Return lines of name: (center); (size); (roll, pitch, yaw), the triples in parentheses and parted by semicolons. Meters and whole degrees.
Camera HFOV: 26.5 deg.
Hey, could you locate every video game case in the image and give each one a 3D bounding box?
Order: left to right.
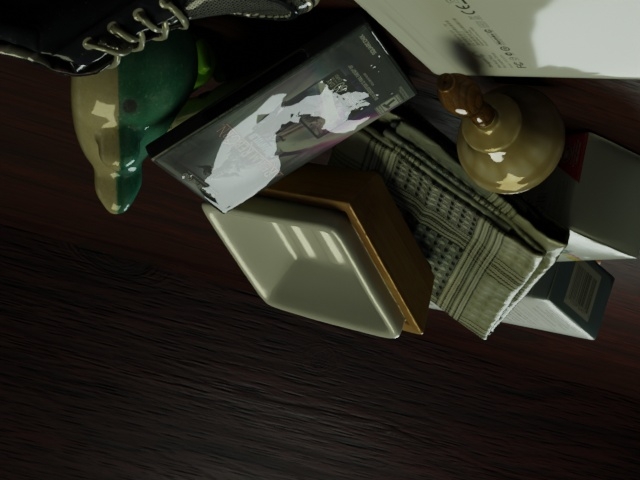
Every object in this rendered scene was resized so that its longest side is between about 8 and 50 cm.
video game case: (-0.037, -0.136, 1.522); (0.274, 0.026, 0.196); (-32, 155, 8)

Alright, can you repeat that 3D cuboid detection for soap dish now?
soap dish: (0.000, 0.000, 1.782); (0.291, 0.118, 0.229); (12, 143, 47)

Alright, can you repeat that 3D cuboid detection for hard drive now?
hard drive: (0.223, -0.211, 1.260); (0.353, 0.047, 0.233); (6, 166, 32)

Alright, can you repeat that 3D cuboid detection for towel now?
towel: (0.138, -0.022, 1.738); (0.312, 0.056, 0.324); (39, 153, 8)

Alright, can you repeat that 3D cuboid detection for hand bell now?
hand bell: (0.165, -0.133, 1.421); (0.126, 0.126, 0.242); (7, 174, 25)

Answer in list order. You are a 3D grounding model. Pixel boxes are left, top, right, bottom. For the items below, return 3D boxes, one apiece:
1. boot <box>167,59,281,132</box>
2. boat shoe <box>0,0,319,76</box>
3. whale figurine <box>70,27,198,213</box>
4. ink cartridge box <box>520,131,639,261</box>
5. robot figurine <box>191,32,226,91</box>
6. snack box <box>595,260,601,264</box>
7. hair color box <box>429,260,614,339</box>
boot: (-0.063, -0.158, 1.677); (0.203, 0.095, 0.262); (-18, 172, 35)
boat shoe: (-0.176, -0.226, 1.336); (0.341, 0.158, 0.127); (12, 168, 7)
whale figurine: (-0.209, -0.157, 1.534); (0.141, 0.216, 0.272); (-4, 134, -9)
ink cartridge box: (0.306, -0.050, 1.718); (0.127, 0.128, 0.176); (20, 167, -32)
robot figurine: (-0.166, -0.209, 1.627); (0.101, 0.067, 0.115); (-13, 179, -24)
snack box: (0.365, 0.009, 2.188); (0.178, 0.022, 0.064); (12, 167, 8)
hair color box: (0.253, 0.048, 2.168); (0.374, 0.113, 0.185); (9, 163, 38)
